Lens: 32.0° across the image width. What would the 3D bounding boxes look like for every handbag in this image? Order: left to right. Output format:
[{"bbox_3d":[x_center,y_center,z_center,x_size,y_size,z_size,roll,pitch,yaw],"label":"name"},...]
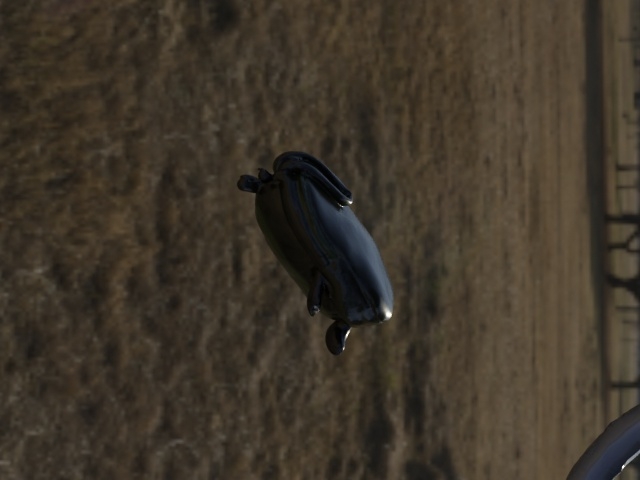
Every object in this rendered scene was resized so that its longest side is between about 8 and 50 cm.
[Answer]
[{"bbox_3d":[0.000,0.000,0.569,0.111,0.047,0.072,58,17,-33],"label":"handbag"}]

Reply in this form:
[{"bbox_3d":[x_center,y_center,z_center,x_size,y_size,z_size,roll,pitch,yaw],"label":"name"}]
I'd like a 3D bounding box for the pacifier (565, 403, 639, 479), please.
[{"bbox_3d":[0.230,0.195,0.531,0.238,0.287,0.225,-115,-178,-50],"label":"pacifier"}]
